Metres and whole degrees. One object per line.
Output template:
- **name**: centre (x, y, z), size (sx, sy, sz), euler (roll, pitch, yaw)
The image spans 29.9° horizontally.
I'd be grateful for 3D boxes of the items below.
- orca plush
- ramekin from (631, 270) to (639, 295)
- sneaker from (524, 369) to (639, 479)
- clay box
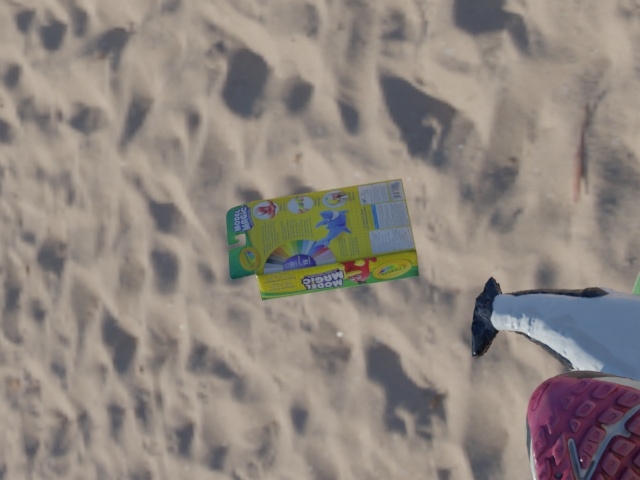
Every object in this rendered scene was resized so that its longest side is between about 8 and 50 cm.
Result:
- **orca plush**: centre (0.281, 0.119, 1.180), size (0.287, 0.102, 0.151), euler (-2, 52, 37)
- **ramekin**: centre (0.446, 0.047, 1.288), size (0.148, 0.303, 0.303), euler (27, 114, 27)
- **sneaker**: centre (0.225, 0.159, 0.789), size (0.121, 0.299, 0.112), euler (-47, 39, 12)
- **clay box**: centre (0.000, 0.000, 1.452), size (0.053, 0.222, 0.127), euler (78, -177, -46)
